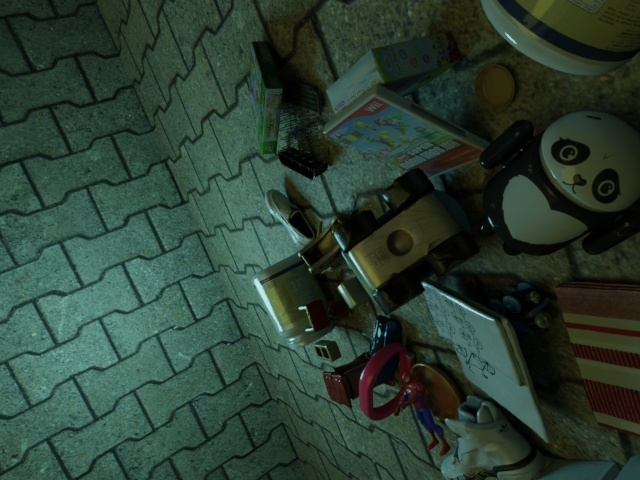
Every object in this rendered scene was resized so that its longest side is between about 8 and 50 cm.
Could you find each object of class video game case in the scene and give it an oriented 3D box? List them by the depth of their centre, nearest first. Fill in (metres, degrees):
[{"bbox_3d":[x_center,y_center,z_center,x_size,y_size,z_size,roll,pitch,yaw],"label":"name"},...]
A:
[{"bbox_3d":[0.174,-0.207,0.922,0.204,0.285,0.025,-16,58,62],"label":"video game case"}]

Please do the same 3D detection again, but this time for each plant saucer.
[{"bbox_3d":[0.323,-0.282,0.832,0.083,0.015,0.083,40,144,37],"label":"plant saucer"},{"bbox_3d":[0.360,0.458,1.383,0.200,0.037,0.200,42,146,37],"label":"plant saucer"}]

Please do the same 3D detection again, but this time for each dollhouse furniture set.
[{"bbox_3d":[0.091,0.374,1.615,0.152,0.201,0.374,-17,92,63],"label":"dollhouse furniture set"}]

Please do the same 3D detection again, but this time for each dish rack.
[{"bbox_3d":[-0.062,-0.341,1.381,0.208,0.074,0.271,33,140,43],"label":"dish rack"}]

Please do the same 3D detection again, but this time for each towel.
[{"bbox_3d":[0.580,0.223,0.808,0.237,0.037,0.329,-2,113,58],"label":"towel"}]

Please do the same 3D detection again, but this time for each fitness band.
[{"bbox_3d":[0.214,0.455,1.444,0.054,0.209,0.290,32,140,43],"label":"fitness band"}]

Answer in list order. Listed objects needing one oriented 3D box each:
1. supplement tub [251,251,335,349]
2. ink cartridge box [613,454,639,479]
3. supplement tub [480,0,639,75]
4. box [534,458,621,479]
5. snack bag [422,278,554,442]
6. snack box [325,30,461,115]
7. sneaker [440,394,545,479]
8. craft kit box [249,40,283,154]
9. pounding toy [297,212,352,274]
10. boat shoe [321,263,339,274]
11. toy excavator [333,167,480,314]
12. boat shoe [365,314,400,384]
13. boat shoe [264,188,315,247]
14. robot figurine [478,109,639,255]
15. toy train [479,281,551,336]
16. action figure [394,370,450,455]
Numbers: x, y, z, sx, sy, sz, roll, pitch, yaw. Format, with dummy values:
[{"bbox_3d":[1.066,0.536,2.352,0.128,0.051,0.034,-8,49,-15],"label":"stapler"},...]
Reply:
[{"bbox_3d":[-0.101,0.234,1.768,0.324,0.235,0.235,63,153,0],"label":"supplement tub"},{"bbox_3d":[0.650,0.495,0.817,0.176,0.128,0.127,51,150,23],"label":"ink cartridge box"},{"bbox_3d":[0.348,-0.370,0.484,0.228,0.228,0.316,54,151,17],"label":"supplement tub"},{"bbox_3d":[0.604,0.602,1.000,0.181,0.119,0.182,59,152,10],"label":"box"},{"bbox_3d":[0.378,0.269,1.074,0.342,0.037,0.323,64,169,-18],"label":"snack bag"},{"bbox_3d":[0.141,-0.327,0.898,0.174,0.207,0.070,-16,97,63],"label":"snack box"},{"bbox_3d":[0.422,0.558,1.258,0.210,0.137,0.366,55,146,12],"label":"sneaker"},{"bbox_3d":[-0.176,-0.445,1.419,0.246,0.061,0.249,100,158,-52],"label":"craft kit box"},{"bbox_3d":[0.000,0.000,1.431,0.155,0.154,0.269,53,133,19],"label":"pounding toy"},{"bbox_3d":[0.037,0.082,1.599,0.059,0.063,0.170,50,152,-6],"label":"boat shoe"},{"bbox_3d":[0.187,0.054,1.160,0.433,0.445,0.222,-38,75,17],"label":"toy excavator"},{"bbox_3d":[0.214,0.360,1.509,0.089,0.109,0.258,40,129,49],"label":"boat shoe"},{"bbox_3d":[-0.105,-0.095,1.664,0.258,0.095,0.084,50,147,3],"label":"boat shoe"},{"bbox_3d":[0.379,-0.080,0.735,0.278,0.209,0.173,122,154,-59],"label":"robot figurine"},{"bbox_3d":[0.419,0.159,0.982,0.105,0.080,0.184,56,155,5],"label":"toy train"},{"bbox_3d":[0.292,0.548,1.401,0.091,0.139,0.280,-12,100,61],"label":"action figure"}]
